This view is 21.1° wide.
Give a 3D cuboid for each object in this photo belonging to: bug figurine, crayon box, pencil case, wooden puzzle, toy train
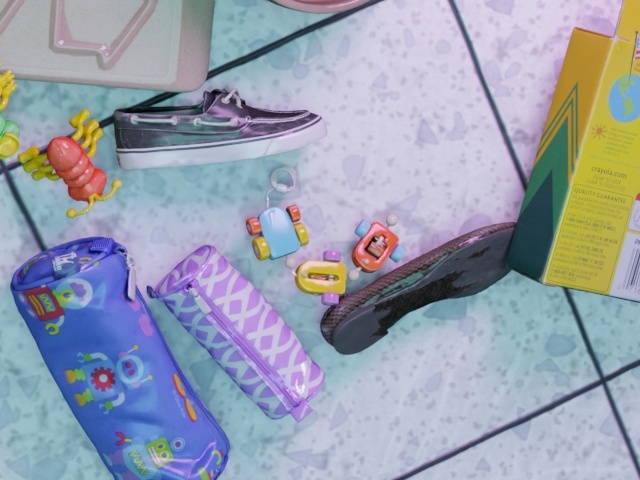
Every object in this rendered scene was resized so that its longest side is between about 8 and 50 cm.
[{"bbox_3d":[-0.346,-0.046,1.702,0.279,0.072,0.216,-36,135,1],"label":"bug figurine"},{"bbox_3d":[0.338,-0.097,1.831,0.202,0.081,0.318,12,99,-28],"label":"crayon box"},{"bbox_3d":[-0.201,0.135,1.771,0.133,0.119,0.306,-21,106,17],"label":"pencil case"},{"bbox_3d":[-0.083,0.097,1.805,0.086,0.088,0.206,-44,106,-2],"label":"pencil case"},{"bbox_3d":[-0.270,-0.320,1.698,0.348,0.080,0.322,3,101,-16],"label":"wooden puzzle"},{"bbox_3d":[0.000,0.000,1.828,0.166,0.046,0.125,32,71,-7],"label":"toy train"}]

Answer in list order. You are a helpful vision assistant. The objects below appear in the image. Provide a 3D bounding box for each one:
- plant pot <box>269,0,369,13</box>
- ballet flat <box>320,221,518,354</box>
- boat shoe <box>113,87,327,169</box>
[{"bbox_3d":[-0.018,-0.347,1.708,0.237,0.110,0.237,-6,103,-26],"label":"plant pot"},{"bbox_3d":[0.110,0.042,1.851,0.250,0.058,0.084,-29,134,-7],"label":"ballet flat"},{"bbox_3d":[-0.103,-0.119,1.765,0.219,0.078,0.070,-8,103,-8],"label":"boat shoe"}]
